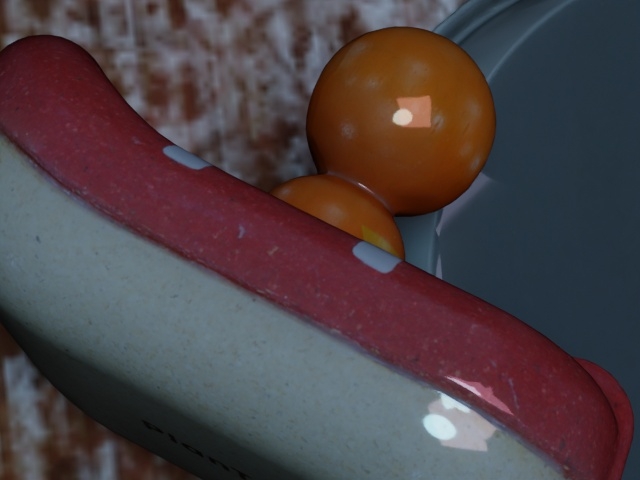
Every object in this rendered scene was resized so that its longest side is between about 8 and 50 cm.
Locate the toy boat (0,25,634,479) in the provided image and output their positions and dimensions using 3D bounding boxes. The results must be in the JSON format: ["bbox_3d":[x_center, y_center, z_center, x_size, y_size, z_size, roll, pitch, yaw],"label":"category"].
[{"bbox_3d":[0.000,0.000,0.597,0.231,0.151,0.151,27,74,12],"label":"toy boat"}]

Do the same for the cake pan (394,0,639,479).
[{"bbox_3d":[0.147,0.026,0.716,0.293,0.054,0.293,3,80,-19],"label":"cake pan"}]
